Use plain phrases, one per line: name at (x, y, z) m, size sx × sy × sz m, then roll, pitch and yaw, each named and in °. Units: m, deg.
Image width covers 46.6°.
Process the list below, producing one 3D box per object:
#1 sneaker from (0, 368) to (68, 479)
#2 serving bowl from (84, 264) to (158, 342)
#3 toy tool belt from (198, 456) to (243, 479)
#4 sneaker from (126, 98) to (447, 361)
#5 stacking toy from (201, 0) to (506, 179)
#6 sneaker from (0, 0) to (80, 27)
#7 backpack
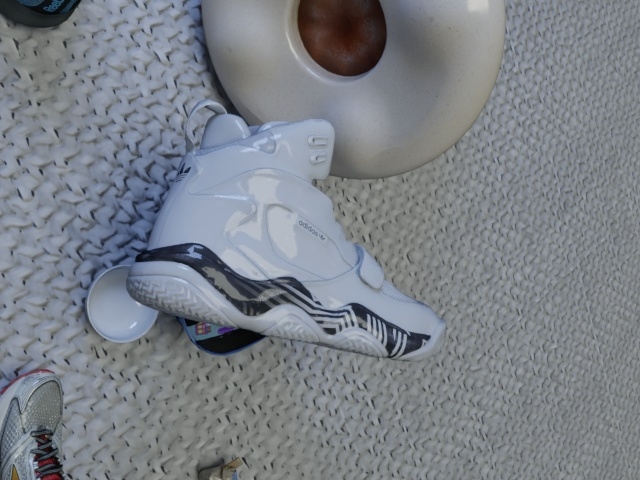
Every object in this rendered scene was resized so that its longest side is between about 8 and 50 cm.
sneaker at (-0.263, 0.236, 0.703) m, size 0.088 × 0.092 × 0.225 m, roll 18°, pitch 70°, yaw -64°
serving bowl at (-0.216, 0.067, 0.800) m, size 0.083 × 0.027 × 0.083 m, roll -2°, pitch 93°, yaw -41°
toy tool belt at (-0.109, 0.304, 0.883) m, size 0.051 × 0.052 × 0.083 m, roll -14°, pitch 101°, yaw -31°
sneaker at (0.000, 0.000, 0.755) m, size 0.365 × 0.137 × 0.210 m, roll 17°, pitch 81°, yaw -32°
stacking toy at (0.109, -0.316, 0.945) m, size 0.480 × 0.350 × 0.351 m, roll -45°, pitch 120°, yaw -51°
sneaker at (-0.243, -0.380, 0.693) m, size 0.125 × 0.139 × 0.341 m, roll -5°, pitch 93°, yaw -39°
backpack at (-0.103, 0.043, 0.838) m, size 0.173 × 0.117 × 0.158 m, roll -25°, pitch 108°, yaw -38°
